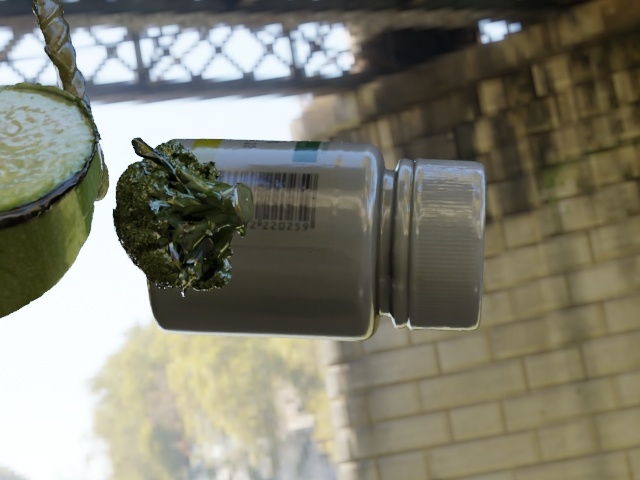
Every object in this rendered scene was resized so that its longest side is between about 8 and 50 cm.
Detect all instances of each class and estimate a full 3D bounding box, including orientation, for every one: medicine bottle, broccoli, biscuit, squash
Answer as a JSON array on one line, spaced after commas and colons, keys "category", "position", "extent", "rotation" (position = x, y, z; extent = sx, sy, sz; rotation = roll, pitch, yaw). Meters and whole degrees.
[{"category": "medicine bottle", "position": [0.000, 0.000, 1.648], "extent": [0.339, 0.208, 0.208], "rotation": [2, -9, 4]}, {"category": "broccoli", "position": [-0.114, -0.020, 1.323], "extent": [0.120, 0.131, 0.130], "rotation": [-9, -18, 26]}, {"category": "biscuit", "position": [-0.274, -0.146, 1.770], "extent": [0.036, 0.187, 0.274], "rotation": [-15, -42, -8]}, {"category": "squash", "position": [-0.289, -0.044, 1.435], "extent": [0.220, 0.220, 0.133], "rotation": [-11, -46, 8]}]
